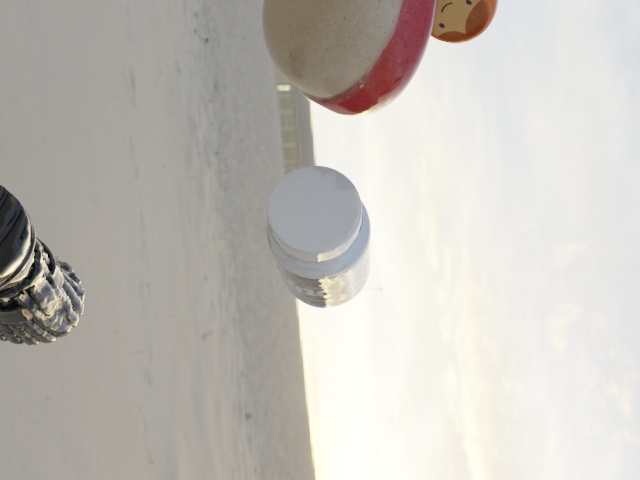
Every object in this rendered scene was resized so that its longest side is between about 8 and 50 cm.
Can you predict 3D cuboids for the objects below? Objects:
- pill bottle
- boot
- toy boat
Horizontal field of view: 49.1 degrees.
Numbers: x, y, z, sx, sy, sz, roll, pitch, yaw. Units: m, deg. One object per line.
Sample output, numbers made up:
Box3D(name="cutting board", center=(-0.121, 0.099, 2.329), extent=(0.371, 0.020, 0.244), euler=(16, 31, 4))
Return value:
Box3D(name="pill bottle", center=(0.000, 0.000, 0.537), extent=(0.137, 0.078, 0.078), euler=(77, 7, -70))
Box3D(name="boot", center=(-0.406, -0.030, 0.706), extent=(0.131, 0.348, 0.260), euler=(-49, 175, -18))
Box3D(name="toy boat", center=(0.062, -0.189, 0.485), extent=(0.151, 0.151, 0.231), euler=(0, -113, 59))
